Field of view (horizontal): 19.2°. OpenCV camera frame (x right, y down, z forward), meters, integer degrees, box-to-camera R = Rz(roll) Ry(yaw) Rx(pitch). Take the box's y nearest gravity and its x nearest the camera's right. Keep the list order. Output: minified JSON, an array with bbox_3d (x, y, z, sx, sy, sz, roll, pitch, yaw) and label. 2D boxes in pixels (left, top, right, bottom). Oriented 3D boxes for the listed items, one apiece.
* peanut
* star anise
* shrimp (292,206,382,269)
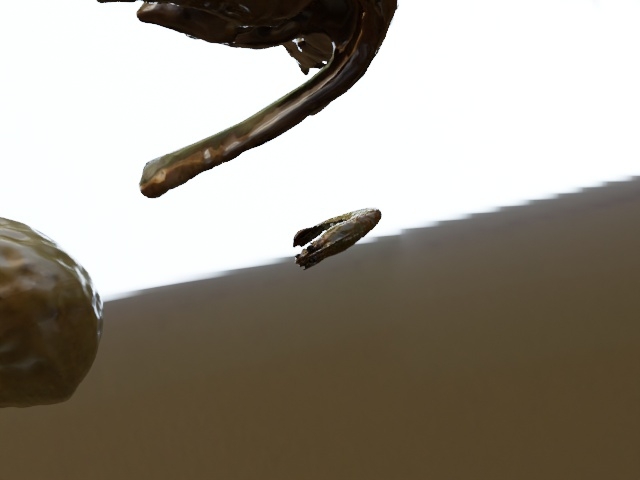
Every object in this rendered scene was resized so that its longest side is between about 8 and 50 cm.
[{"bbox_3d":[-0.213,0.047,1.203,0.159,0.109,0.140,35,-120,24],"label":"peanut"},{"bbox_3d":[0.011,-0.158,0.952,0.349,0.292,0.109,-43,-111,2],"label":"star anise"},{"bbox_3d":[0.000,0.000,1.588,0.083,0.023,0.114,-10,-162,43],"label":"shrimp"}]
